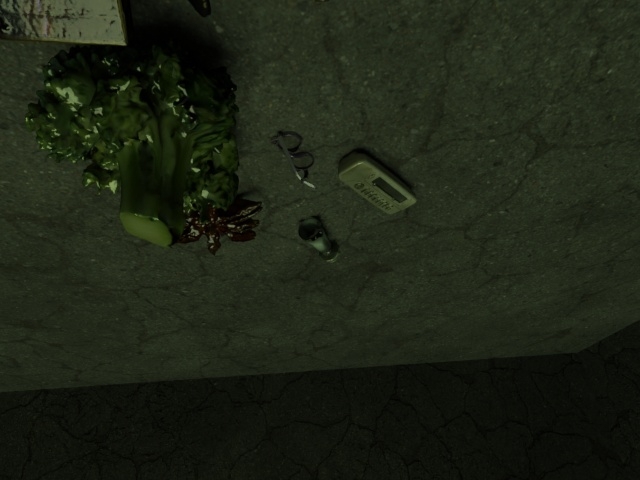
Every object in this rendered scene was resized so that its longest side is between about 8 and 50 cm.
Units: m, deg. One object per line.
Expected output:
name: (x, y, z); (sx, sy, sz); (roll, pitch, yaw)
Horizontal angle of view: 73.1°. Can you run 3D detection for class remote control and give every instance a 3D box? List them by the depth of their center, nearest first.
remote control: (0.135, -0.134, 1.026); (0.090, 0.049, 0.230); (-28, 142, 31)

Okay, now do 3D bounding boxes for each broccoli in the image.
broccoli: (-0.277, -0.163, 0.716); (0.276, 0.318, 0.339); (5, 122, -9)

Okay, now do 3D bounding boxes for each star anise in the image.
star anise: (-0.264, -0.048, 1.069); (0.287, 0.088, 0.288); (-6, 149, -4)

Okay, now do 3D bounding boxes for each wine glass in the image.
wine glass: (0.000, 0.000, 1.208); (0.072, 0.072, 0.155); (-16, 148, 17)

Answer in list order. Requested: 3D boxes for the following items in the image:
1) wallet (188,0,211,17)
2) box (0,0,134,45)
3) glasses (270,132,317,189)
wallet: (-0.183, -0.394, 0.486); (0.025, 0.124, 0.244); (-29, 153, -16)
box: (-0.318, -0.359, 0.493); (0.159, 0.071, 0.240); (-3, 128, -13)
glasses: (-0.049, -0.150, 0.918); (0.062, 0.104, 0.140); (-17, 150, 15)
